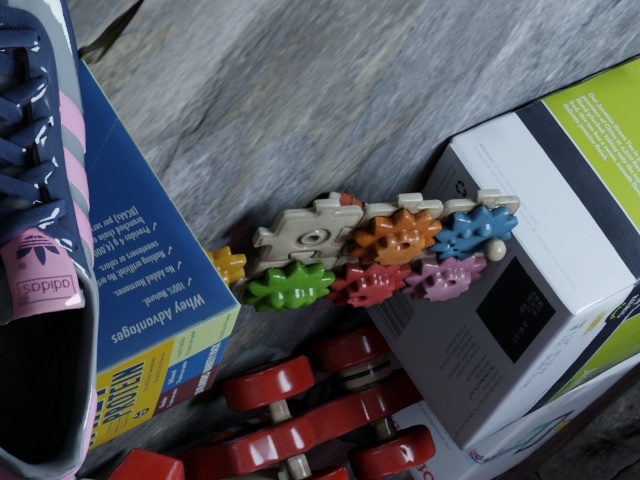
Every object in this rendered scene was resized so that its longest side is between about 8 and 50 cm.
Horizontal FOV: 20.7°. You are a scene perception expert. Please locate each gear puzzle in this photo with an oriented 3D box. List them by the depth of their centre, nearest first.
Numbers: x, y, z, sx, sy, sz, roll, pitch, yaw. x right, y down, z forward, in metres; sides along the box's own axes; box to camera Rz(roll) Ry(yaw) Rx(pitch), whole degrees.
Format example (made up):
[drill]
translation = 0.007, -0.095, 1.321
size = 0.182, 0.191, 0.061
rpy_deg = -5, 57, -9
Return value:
[gear puzzle]
translation = 0.014, 0.024, 1.588
size = 0.339, 0.044, 0.175
rpy_deg = -4, 150, -22

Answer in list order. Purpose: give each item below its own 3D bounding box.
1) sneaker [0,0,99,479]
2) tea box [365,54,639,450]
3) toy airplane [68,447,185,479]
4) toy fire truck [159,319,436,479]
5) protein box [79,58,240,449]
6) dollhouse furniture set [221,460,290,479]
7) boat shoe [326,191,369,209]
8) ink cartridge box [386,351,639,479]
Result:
[sneaker]
translation = -0.158, -0.022, 0.913
size = 0.112, 0.131, 0.319
rpy_deg = -12, 110, -25
[tea box]
translation = 0.263, 0.007, 1.839
size = 0.323, 0.220, 0.329
rpy_deg = -23, 160, -28
[toy airplane]
translation = -0.242, 0.451, 1.834
size = 0.384, 0.386, 0.272
rpy_deg = -30, 147, -7
[toy fire truck]
translation = -0.027, 0.209, 2.009
size = 0.302, 0.169, 0.254
rpy_deg = -21, -178, -35
[protein box]
translation = -0.194, 0.030, 1.120
size = 0.200, 0.201, 0.136
rpy_deg = -26, 161, -23
[dollhouse furniture set]
translation = -0.117, 0.319, 2.147
size = 0.182, 0.101, 0.161
rpy_deg = -10, -169, 5
[boat shoe]
translation = 0.000, 0.000, 1.652
size = 0.043, 0.049, 0.137
rpy_deg = 21, 141, -15
[ink cartridge box]
translation = 0.217, 0.162, 2.201
size = 0.197, 0.198, 0.270
rpy_deg = -16, 156, -46
